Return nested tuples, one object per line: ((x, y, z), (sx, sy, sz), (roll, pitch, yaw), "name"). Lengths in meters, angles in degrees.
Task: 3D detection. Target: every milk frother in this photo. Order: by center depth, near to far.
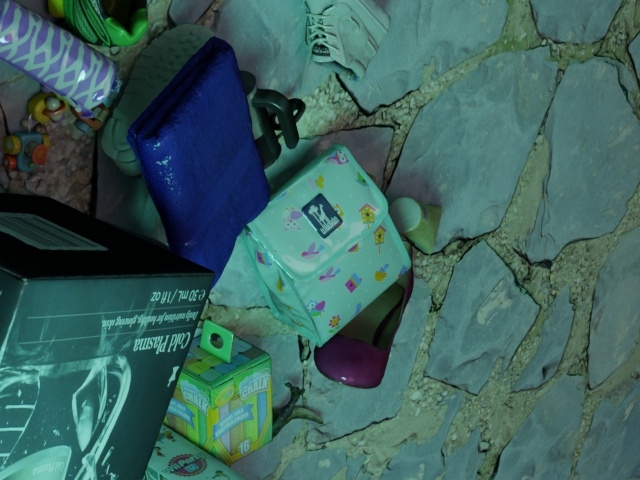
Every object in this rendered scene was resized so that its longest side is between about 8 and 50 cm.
((-0.094, -0.199, 2.050), (0.143, 0.129, 0.135), (-90, 166, -47), "milk frother")

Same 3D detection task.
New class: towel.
((-0.167, -0.101, 1.899), (0.308, 0.076, 0.228), (79, 32, -46), "towel")

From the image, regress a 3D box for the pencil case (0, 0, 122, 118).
((-0.352, -0.232, 1.722), (0.206, 0.086, 0.088), (31, 75, -42), "pencil case")

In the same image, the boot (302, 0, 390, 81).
((0.017, -0.331, 2.088), (0.258, 0.095, 0.123), (29, 80, -52), "boot")

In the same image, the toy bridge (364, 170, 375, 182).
((0.079, -0.075, 2.317), (0.026, 0.063, 0.188), (-57, 158, -10), "toy bridge")

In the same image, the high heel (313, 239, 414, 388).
((0.081, 0.117, 2.288), (0.377, 0.127, 0.181), (-65, 176, -73), "high heel")

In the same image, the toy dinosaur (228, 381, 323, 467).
((-0.084, 0.301, 2.339), (0.268, 0.064, 0.118), (-18, 128, -45), "toy dinosaur")

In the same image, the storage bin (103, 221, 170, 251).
((-0.269, 0.046, 1.974), (0.135, 0.098, 0.091), (20, 104, -51), "storage bin")

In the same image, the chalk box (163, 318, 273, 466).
((-0.165, 0.230, 2.149), (0.132, 0.132, 0.213), (-25, 126, -39), "chalk box")

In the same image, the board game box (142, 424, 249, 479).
((-0.187, 0.441, 2.095), (0.097, 0.303, 0.224), (-23, 125, -40), "board game box")

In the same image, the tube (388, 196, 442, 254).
((0.176, -0.030, 2.428), (0.070, 0.062, 0.240), (-37, 164, 12), "tube")

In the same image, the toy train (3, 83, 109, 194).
((-0.345, -0.140, 1.820), (0.166, 0.046, 0.125), (-56, 140, -12), "toy train")

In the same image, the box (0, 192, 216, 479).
((-0.410, 0.204, 1.626), (0.472, 0.297, 0.480), (-69, 162, 7), "box")

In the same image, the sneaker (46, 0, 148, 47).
((-0.251, -0.407, 1.708), (0.134, 0.146, 0.344), (-21, 123, -43), "sneaker")

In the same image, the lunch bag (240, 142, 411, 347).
((0.000, 0.000, 2.192), (0.223, 0.160, 0.262), (-39, 132, -19), "lunch bag")

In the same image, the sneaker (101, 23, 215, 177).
((-0.220, -0.197, 1.917), (0.235, 0.090, 0.095), (-56, 158, -10), "sneaker")
